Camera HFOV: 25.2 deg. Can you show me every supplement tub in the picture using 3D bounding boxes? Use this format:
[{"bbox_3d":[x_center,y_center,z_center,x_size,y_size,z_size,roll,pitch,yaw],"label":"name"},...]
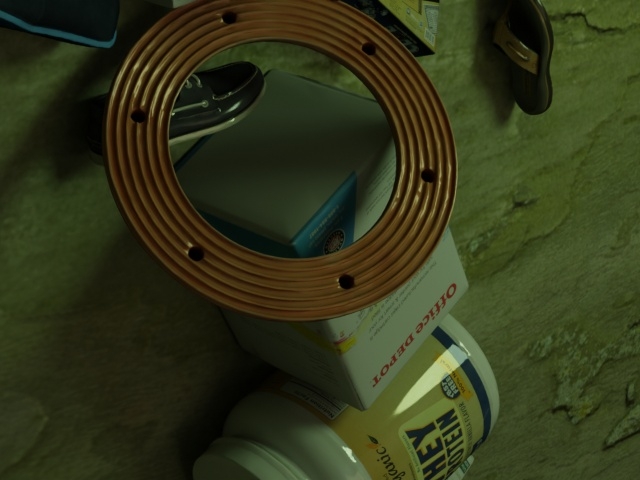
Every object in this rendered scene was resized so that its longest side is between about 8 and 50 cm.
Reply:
[{"bbox_3d":[0.031,0.227,1.640,0.316,0.228,0.228,-39,135,-32],"label":"supplement tub"}]

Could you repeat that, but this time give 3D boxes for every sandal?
[{"bbox_3d":[0.245,-0.243,1.795,0.060,0.090,0.219,-25,137,-14],"label":"sandal"}]

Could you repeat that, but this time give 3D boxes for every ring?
[{"bbox_3d":[-0.035,-0.083,1.327,0.336,0.336,0.032,-46,179,-25],"label":"ring"}]

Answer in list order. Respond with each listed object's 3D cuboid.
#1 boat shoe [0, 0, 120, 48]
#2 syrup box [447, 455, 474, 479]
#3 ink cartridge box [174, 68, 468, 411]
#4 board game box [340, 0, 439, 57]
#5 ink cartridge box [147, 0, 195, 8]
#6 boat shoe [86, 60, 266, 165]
[{"bbox_3d":[-0.260,-0.220,1.173,0.258,0.109,0.089,2,101,-68],"label":"boat shoe"},{"bbox_3d":[0.093,0.349,1.891,0.237,0.096,0.093,-55,142,-17],"label":"syrup box"},{"bbox_3d":[0.000,0.000,1.506,0.198,0.197,0.270,-48,139,-24],"label":"ink cartridge box"},{"bbox_3d":[0.053,-0.314,1.485,0.243,0.042,0.165,33,59,-52],"label":"board game box"},{"bbox_3d":[-0.105,-0.292,1.335,0.150,0.063,0.109,-29,129,-39],"label":"ink cartridge box"},{"bbox_3d":[-0.135,-0.137,1.373,0.206,0.075,0.065,-29,130,-32],"label":"boat shoe"}]
